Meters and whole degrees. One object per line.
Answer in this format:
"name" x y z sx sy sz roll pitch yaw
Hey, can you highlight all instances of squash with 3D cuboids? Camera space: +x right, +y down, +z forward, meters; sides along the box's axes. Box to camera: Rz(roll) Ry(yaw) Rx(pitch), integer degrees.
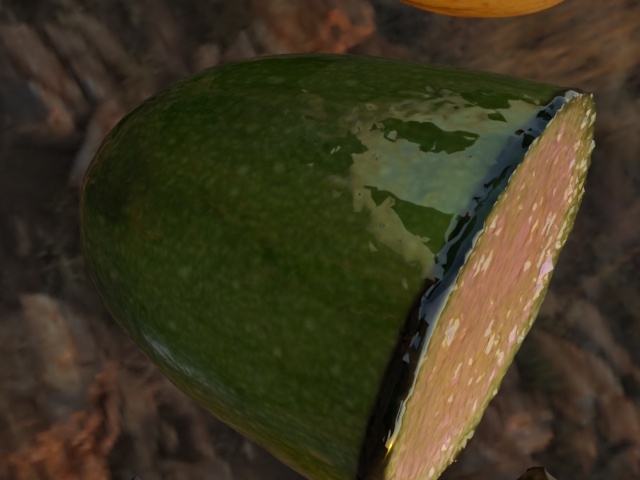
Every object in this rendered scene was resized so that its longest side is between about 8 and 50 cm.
"squash" -0.016 -0.018 1.121 0.309 0.310 0.310 27 34 17

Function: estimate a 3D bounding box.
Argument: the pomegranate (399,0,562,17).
"pomegranate" 0.066 -0.182 0.655 0.196 0.196 0.196 27 53 -43

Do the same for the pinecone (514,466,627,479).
"pinecone" 0.121 0.231 0.855 0.264 0.264 0.264 27 53 -43

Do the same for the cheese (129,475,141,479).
"cheese" -0.159 0.190 1.004 0.037 0.097 0.192 31 29 12
